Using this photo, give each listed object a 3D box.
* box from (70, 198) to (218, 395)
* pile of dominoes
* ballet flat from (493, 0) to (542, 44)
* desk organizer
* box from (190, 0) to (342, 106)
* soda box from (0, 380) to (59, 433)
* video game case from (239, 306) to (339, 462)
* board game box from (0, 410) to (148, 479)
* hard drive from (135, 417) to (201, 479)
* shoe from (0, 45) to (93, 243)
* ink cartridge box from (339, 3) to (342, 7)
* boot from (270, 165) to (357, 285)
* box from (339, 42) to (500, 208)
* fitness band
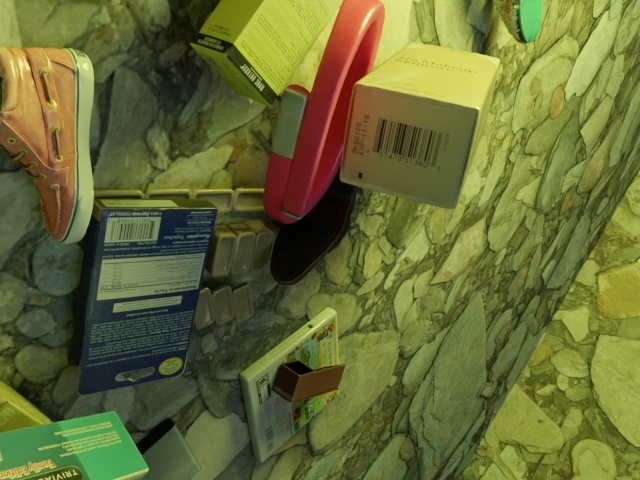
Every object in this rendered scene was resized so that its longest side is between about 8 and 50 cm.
[{"bbox_3d":[-0.200,0.062,0.674,0.136,0.036,0.225,-3,115,-42],"label":"box"},{"bbox_3d":[-0.173,0.023,0.735,0.251,0.040,0.196,-4,118,-41],"label":"pile of dominoes"},{"bbox_3d":[0.312,-0.423,0.974,0.091,0.077,0.241,-52,147,-10],"label":"ballet flat"},{"bbox_3d":[-0.016,0.229,1.008,0.130,0.047,0.050,1,110,-52],"label":"desk organizer"},{"bbox_3d":[-0.022,-0.251,0.579,0.232,0.058,0.087,-57,145,-4],"label":"box"},{"bbox_3d":[-0.316,0.215,0.646,0.058,0.061,0.181,-45,143,-21],"label":"soda box"},{"bbox_3d":[-0.045,0.254,1.052,0.206,0.026,0.227,-33,136,-34],"label":"video game case"},{"bbox_3d":[-0.353,0.305,0.530,0.336,0.079,0.253,-47,157,13],"label":"board game box"},{"bbox_3d":[-0.232,0.327,0.869,0.094,0.022,0.135,-40,140,-27],"label":"hard drive"},{"bbox_3d":[-0.249,-0.079,0.525,0.081,0.063,0.178,-11,117,-46],"label":"shoe"},{"bbox_3d":[-0.045,-0.279,0.636,0.181,0.061,0.104,-40,140,-28],"label":"ink cartridge box"},{"bbox_3d":[0.000,0.000,0.853,0.219,0.082,0.106,-59,157,-33],"label":"boot"},{"bbox_3d":[0.142,-0.166,0.787,0.311,0.147,0.121,-55,156,-58],"label":"box"},{"bbox_3d":[0.007,-0.144,0.711,0.209,0.054,0.291,-58,169,-46],"label":"fitness band"}]
